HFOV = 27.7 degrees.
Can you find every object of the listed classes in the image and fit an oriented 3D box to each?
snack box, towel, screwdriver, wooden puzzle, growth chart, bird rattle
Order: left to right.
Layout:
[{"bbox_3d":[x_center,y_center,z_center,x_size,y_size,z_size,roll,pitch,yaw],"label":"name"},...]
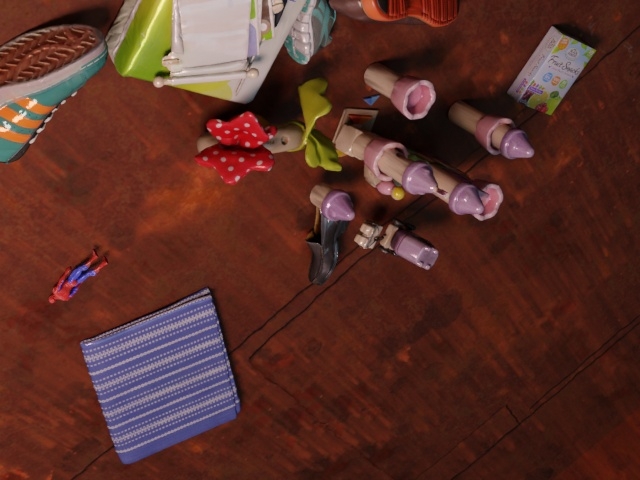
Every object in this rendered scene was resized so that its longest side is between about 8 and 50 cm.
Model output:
[{"bbox_3d":[-0.275,0.244,2.286,0.243,0.040,0.336,-23,135,-15],"label":"towel"},{"bbox_3d":[-0.127,-0.308,1.724,0.172,0.021,0.237,-3,125,-21],"label":"growth chart"},{"bbox_3d":[-0.094,-0.141,1.932,0.253,0.207,0.143,-24,106,-37],"label":"bird rattle"},{"bbox_3d":[-0.085,-0.267,1.800,0.024,0.025,0.170,3,124,-36],"label":"screwdriver"},{"bbox_3d":[0.058,-0.186,2.141,0.078,0.014,0.116,-9,131,-30],"label":"wooden puzzle"},{"bbox_3d":[0.404,-0.296,2.271,0.100,0.037,0.141,13,118,-43],"label":"snack box"}]

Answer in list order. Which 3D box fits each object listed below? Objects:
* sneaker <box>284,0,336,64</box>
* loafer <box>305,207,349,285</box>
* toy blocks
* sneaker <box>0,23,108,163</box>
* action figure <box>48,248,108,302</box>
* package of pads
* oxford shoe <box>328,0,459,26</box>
[{"bbox_3d":[-0.011,-0.346,1.922,0.076,0.065,0.166,-31,145,-33],"label":"sneaker"},{"bbox_3d":[0.000,0.000,2.241,0.061,0.062,0.170,2,116,-27],"label":"loafer"},{"bbox_3d":[0.184,-0.082,2.100,0.288,0.260,0.309,16,105,-44],"label":"toy blocks"},{"bbox_3d":[-0.410,-0.182,1.744,0.302,0.108,0.121,-27,140,0],"label":"sneaker"},{"bbox_3d":[-0.384,0.060,2.036,0.115,0.030,0.038,-41,134,11],"label":"action figure"},{"bbox_3d":[-0.135,-0.344,1.792,0.229,0.101,0.296,10,121,-40],"label":"package of pads"},{"bbox_3d":[0.119,-0.371,1.966,0.271,0.098,0.097,-8,97,-53],"label":"oxford shoe"}]
